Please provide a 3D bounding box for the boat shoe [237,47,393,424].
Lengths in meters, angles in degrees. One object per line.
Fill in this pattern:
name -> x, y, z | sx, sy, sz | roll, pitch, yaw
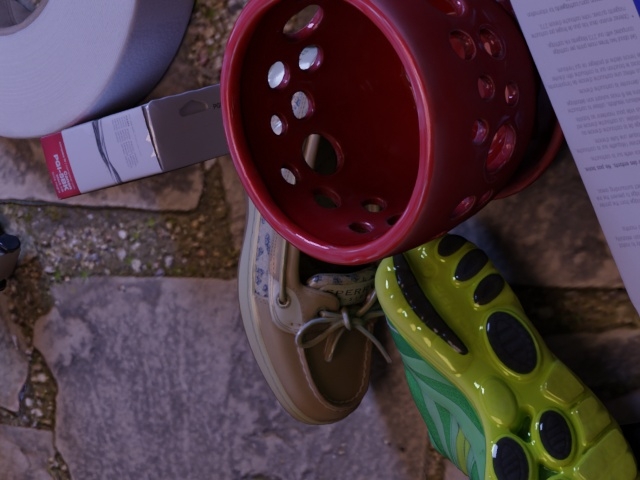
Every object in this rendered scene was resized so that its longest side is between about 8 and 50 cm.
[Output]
boat shoe -> 0.000, 0.000, 1.338 | 0.089, 0.104, 0.285 | 2, 104, 46

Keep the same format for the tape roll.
tape roll -> -0.254, -0.278, 1.510 | 0.392, 0.072, 0.392 | 16, 115, 40

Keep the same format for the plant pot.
plant pot -> 0.055, -0.094, 1.204 | 0.191, 0.174, 0.191 | 16, 114, 39

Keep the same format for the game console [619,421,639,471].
game console -> 0.254, 0.166, 1.181 | 0.107, 0.071, 0.122 | -22, 87, 14

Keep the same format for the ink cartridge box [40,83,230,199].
ink cartridge box -> -0.140, -0.078, 1.448 | 0.135, 0.099, 0.056 | -12, 96, 45

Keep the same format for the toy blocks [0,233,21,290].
toy blocks -> -0.491, 0.066, 1.695 | 0.260, 0.288, 0.309 | 44, 133, 17

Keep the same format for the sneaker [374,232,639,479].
sneaker -> 0.135, 0.128, 1.250 | 0.123, 0.109, 0.295 | 74, 171, -63

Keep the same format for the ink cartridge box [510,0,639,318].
ink cartridge box -> 0.211, -0.089, 1.032 | 0.175, 0.069, 0.371 | -6, 110, 53
